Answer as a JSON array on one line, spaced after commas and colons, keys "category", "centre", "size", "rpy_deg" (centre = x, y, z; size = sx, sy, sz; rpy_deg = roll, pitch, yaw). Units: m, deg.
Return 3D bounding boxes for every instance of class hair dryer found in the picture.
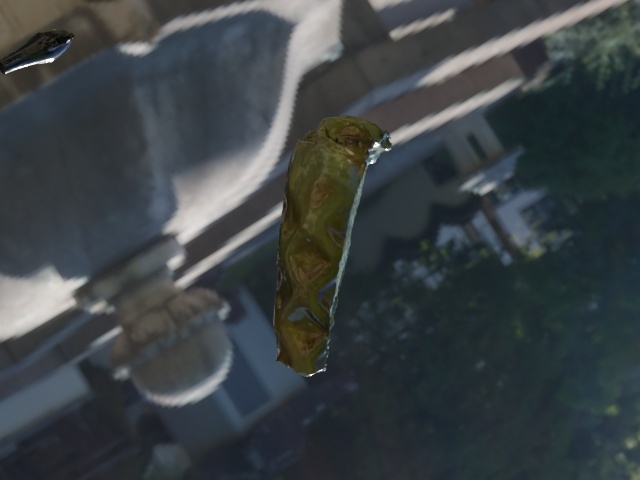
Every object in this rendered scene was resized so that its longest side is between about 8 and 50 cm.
[{"category": "hair dryer", "centre": [-0.270, -0.190, 1.359], "size": [0.079, 0.031, 0.083], "rpy_deg": [-33, -168, -30]}]

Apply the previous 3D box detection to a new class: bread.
[{"category": "bread", "centre": [0.000, 0.000, 1.261], "size": [0.128, 0.088, 0.232], "rpy_deg": [-44, 146, -76]}]
